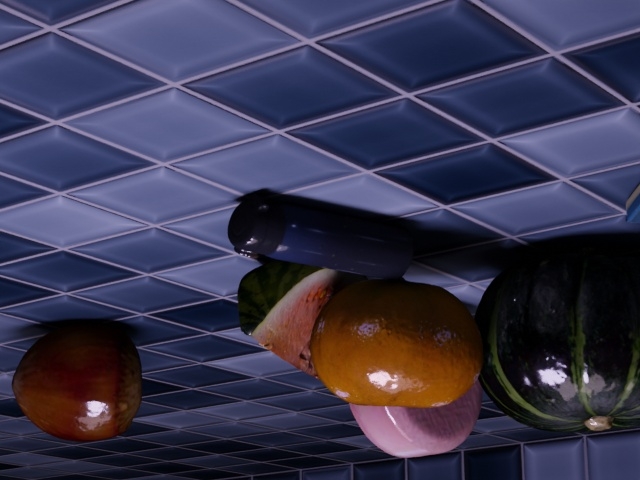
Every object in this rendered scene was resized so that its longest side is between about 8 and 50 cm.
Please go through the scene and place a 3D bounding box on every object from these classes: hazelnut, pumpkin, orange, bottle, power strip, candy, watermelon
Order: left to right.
[{"bbox_3d":[-0.390,0.225,2.444,0.208,0.208,0.208,-1,163,0],"label":"hazelnut"},{"bbox_3d":[-0.033,0.086,2.109,0.128,0.159,0.303,26,175,29],"label":"watermelon"},{"bbox_3d":[0.000,0.000,1.895,0.244,0.072,0.082,12,118,-34],"label":"bottle"},{"bbox_3d":[0.101,0.135,2.015,0.240,0.171,0.240,2,173,0],"label":"orange"},{"bbox_3d":[0.146,0.202,2.296,0.255,0.255,0.094,15,157,-42],"label":"candy"},{"bbox_3d":[0.368,0.141,2.089,0.323,0.241,0.323,3,164,1],"label":"pumpkin"},{"bbox_3d":[0.403,-0.051,1.818,0.056,0.032,0.123,1,164,-3],"label":"power strip"}]
